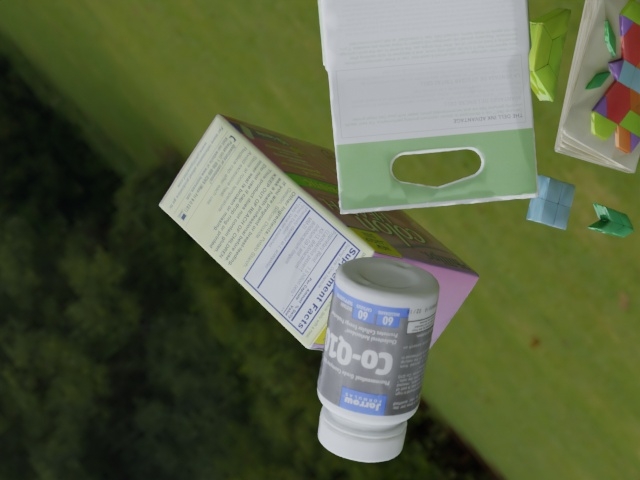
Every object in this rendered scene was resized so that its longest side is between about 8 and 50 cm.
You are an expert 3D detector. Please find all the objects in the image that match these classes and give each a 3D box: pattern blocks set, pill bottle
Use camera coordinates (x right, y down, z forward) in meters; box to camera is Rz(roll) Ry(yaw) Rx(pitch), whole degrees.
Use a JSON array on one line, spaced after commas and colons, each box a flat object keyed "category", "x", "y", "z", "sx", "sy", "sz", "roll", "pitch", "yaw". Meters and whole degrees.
[{"category": "pattern blocks set", "x": 0.293, "y": -0.163, "z": 1.670, "sx": 0.285, "sy": 0.324, "sz": 0.026, "roll": 0, "pitch": -170, "yaw": -45}, {"category": "pill bottle", "x": 0.039, "y": 0.088, "z": 1.257, "sx": 0.078, "sy": 0.078, "sz": 0.137, "roll": -132, "pitch": 46, "yaw": -60}]

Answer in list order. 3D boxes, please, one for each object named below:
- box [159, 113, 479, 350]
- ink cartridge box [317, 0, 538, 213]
[{"category": "box", "x": 0.000, "y": 0.000, "z": 1.728, "sx": 0.243, "sy": 0.117, "sz": 0.213, "roll": 43, "pitch": -164, "yaw": 31}, {"category": "ink cartridge box", "x": 0.087, "y": -0.148, "z": 1.397, "sx": 0.056, "sy": 0.171, "sz": 0.235, "roll": -93, "pitch": -3, "yaw": -78}]
